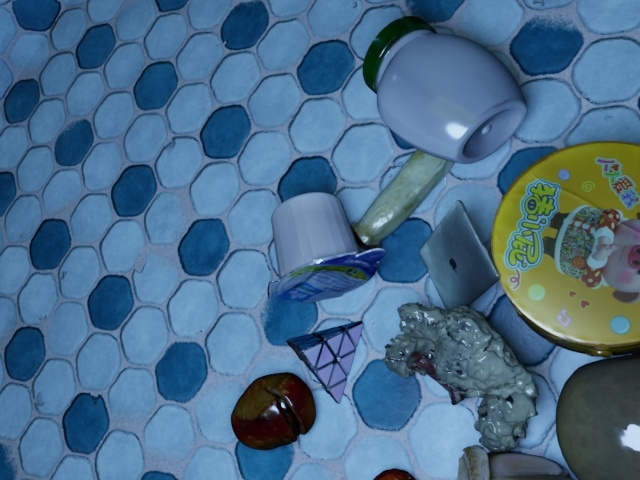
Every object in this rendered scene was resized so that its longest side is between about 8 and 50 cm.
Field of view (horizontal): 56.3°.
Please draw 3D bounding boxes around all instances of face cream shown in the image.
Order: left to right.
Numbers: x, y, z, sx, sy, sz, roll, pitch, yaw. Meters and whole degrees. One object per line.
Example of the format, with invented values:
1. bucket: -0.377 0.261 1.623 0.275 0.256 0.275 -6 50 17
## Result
1. face cream: 0.282 -0.352 1.408 0.312 0.219 0.357 -29 58 -16

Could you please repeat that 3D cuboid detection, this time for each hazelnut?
1. hazelnut: -0.114 0.414 1.437 0.204 0.178 0.178 -34 64 -19

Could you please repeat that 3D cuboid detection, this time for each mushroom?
1. mushroom: 0.195 -0.106 1.480 0.100 0.081 0.312 43 94 18

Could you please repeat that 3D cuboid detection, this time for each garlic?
1. garlic: 0.409 0.515 1.114 0.325 0.279 0.132 19 128 -3

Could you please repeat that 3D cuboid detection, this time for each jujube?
1. jujube: 0.138 0.581 1.313 0.112 0.109 0.176 40 95 -6

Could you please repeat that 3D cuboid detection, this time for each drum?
1. drum: 0.567 0.020 1.222 0.431 0.214 0.431 -6 75 22

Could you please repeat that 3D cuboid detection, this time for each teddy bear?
1. teddy bear: 0.284 0.245 1.203 0.357 0.367 0.224 38 88 24

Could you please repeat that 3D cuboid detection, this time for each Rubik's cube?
1. Rubik's cube: 0.049 0.277 1.468 0.178 0.211 0.190 -35 99 -10

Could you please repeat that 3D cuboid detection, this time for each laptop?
1. laptop: 0.297 0.050 1.316 0.015 0.269 0.187 -15 68 -17

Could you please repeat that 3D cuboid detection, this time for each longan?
1. longan: 0.581 0.358 1.094 0.297 0.297 0.297 -5 75 21

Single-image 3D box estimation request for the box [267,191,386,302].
1. box: 0.000 0.000 1.418 0.291 0.262 0.206 -33 61 33
